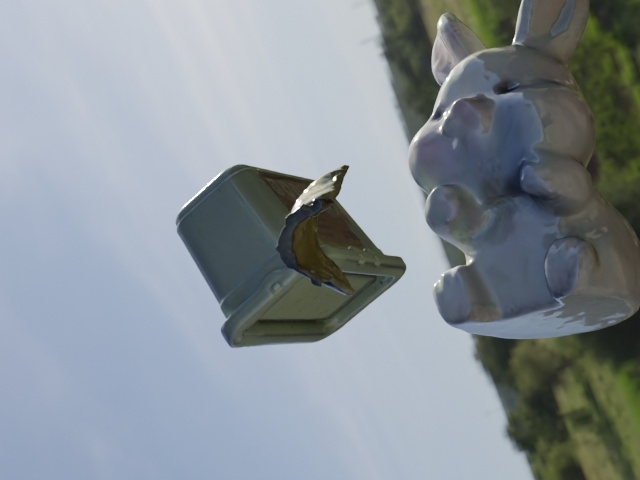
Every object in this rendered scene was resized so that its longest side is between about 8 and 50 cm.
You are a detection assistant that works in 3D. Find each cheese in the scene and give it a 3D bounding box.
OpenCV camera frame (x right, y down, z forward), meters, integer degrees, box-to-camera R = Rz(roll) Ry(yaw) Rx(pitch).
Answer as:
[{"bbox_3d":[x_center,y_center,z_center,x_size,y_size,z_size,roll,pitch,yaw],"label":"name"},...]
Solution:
[{"bbox_3d":[-0.001,0.001,0.892,0.060,0.041,0.084,-72,-25,-62],"label":"cheese"}]

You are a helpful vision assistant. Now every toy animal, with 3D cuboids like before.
[{"bbox_3d":[0.210,-0.084,1.467,0.241,0.196,0.367,-2,-105,-56],"label":"toy animal"}]

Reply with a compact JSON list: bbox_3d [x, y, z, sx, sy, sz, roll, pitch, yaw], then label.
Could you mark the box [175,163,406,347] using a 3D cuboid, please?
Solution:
[{"bbox_3d":[-0.047,0.014,1.868,0.182,0.175,0.312,54,-163,17],"label":"box"}]
